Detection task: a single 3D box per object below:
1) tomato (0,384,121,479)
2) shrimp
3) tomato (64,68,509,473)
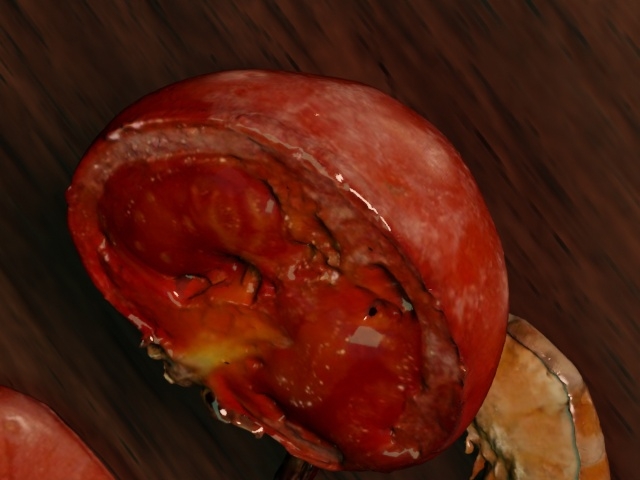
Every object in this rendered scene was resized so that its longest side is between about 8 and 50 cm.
[{"bbox_3d":[-0.135,0.163,0.847,0.174,0.082,0.166,32,126,22],"label":"tomato"},{"bbox_3d":[0.047,0.116,0.719,0.147,0.035,0.195,-3,103,34],"label":"shrimp"},{"bbox_3d":[0.000,0.000,0.664,0.159,0.091,0.139,44,138,-1],"label":"tomato"}]
